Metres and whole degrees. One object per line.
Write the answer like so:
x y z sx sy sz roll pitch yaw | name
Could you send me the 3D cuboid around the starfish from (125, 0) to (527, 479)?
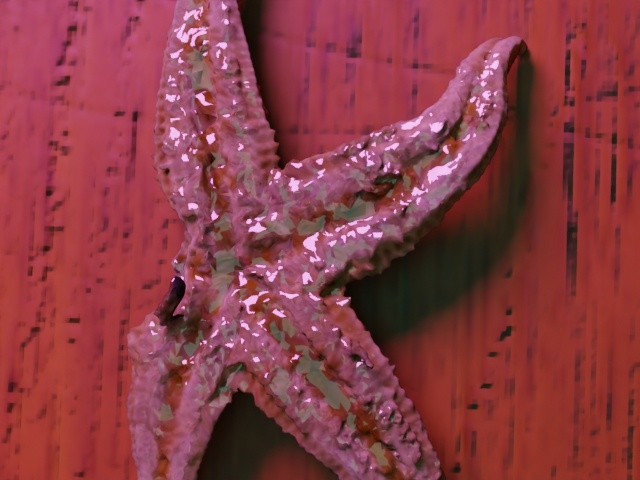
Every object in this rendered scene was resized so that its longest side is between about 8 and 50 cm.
0.001 0.000 0.559 0.138 0.050 0.247 6 90 6 | starfish
